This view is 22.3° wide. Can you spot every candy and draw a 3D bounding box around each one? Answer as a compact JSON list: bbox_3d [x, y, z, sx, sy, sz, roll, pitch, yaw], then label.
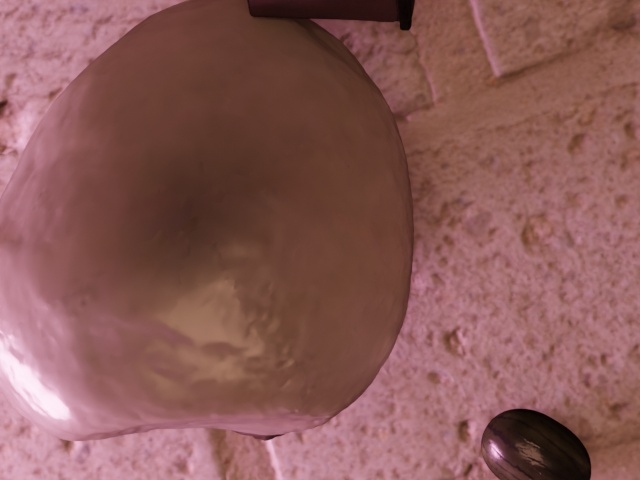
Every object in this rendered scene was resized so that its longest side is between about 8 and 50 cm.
[{"bbox_3d":[-0.105,-0.025,1.416,0.386,0.186,0.427,9,67,10],"label":"candy"}]

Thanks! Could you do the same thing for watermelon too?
[{"bbox_3d":[0.198,0.197,1.474,0.111,0.078,0.078,31,94,0],"label":"watermelon"}]

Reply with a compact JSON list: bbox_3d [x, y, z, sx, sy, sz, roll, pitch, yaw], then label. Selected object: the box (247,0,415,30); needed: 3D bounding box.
[{"bbox_3d":[0.017,-0.331,1.393,0.153,0.188,0.252,4,66,7],"label":"box"}]
